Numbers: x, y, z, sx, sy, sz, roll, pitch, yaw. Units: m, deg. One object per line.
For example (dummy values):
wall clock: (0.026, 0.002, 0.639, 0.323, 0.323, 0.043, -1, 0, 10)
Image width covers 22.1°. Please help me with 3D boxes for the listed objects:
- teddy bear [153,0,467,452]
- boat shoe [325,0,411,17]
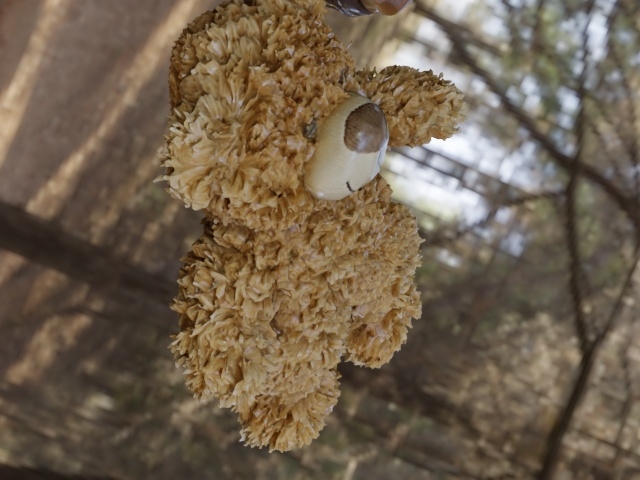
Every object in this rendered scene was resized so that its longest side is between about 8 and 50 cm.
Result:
teddy bear: (0.000, 0.000, 0.992, 0.245, 0.113, 0.338, -27, 139, -34)
boat shoe: (0.061, -0.218, 1.089, 0.207, 0.073, 0.073, -43, 128, -37)
